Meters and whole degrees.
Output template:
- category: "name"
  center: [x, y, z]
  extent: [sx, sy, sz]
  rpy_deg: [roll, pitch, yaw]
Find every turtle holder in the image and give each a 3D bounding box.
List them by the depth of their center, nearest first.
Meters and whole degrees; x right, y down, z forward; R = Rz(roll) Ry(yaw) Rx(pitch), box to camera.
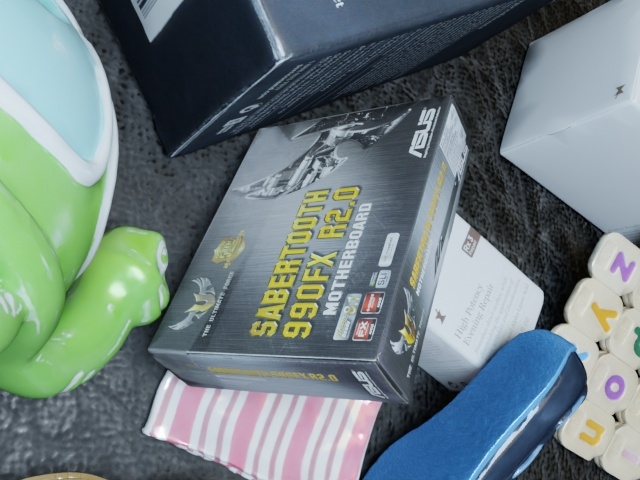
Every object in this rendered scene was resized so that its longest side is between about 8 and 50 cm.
- category: "turtle holder"
  center: [-0.208, -0.046, 0.382]
  extent: [0.320, 0.243, 0.227]
  rpy_deg: [29, 50, -18]

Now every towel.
- category: "towel"
  center: [-0.032, 0.129, 0.576]
  extent: [0.197, 0.029, 0.144]
  rpy_deg: [31, 64, -23]

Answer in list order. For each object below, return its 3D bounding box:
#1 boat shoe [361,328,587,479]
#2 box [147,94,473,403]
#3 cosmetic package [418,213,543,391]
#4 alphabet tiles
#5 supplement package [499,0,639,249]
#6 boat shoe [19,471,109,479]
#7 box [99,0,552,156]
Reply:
- category: "boat shoe"
  center: [0.133, 0.194, 0.579]
  extent: [0.258, 0.109, 0.089]
  rpy_deg: [-41, 121, 5]
- category: "box"
  center: [0.000, 0.000, 0.510]
  extent: [0.056, 0.183, 0.231]
  rpy_deg: [56, 44, -40]
- category: "cosmetic package"
  center: [0.092, 0.034, 0.642]
  extent: [0.231, 0.085, 0.117]
  rpy_deg: [39, 62, -21]
- category: "alphabet tiles"
  center: [0.371, 0.126, 0.781]
  extent: [0.278, 0.021, 0.284]
  rpy_deg: [32, 84, -22]
- category: "supplement package"
  center: [0.388, -0.119, 0.803]
  extent: [0.293, 0.178, 0.175]
  rpy_deg: [31, 65, -24]
- category: "boat shoe"
  center: [-0.147, 0.197, 0.471]
  extent: [0.170, 0.059, 0.063]
  rpy_deg: [16, 50, -31]
- category: "box"
  center: [0.011, -0.288, 0.585]
  extent: [0.396, 0.212, 0.293]
  rpy_deg: [-26, 93, -33]
